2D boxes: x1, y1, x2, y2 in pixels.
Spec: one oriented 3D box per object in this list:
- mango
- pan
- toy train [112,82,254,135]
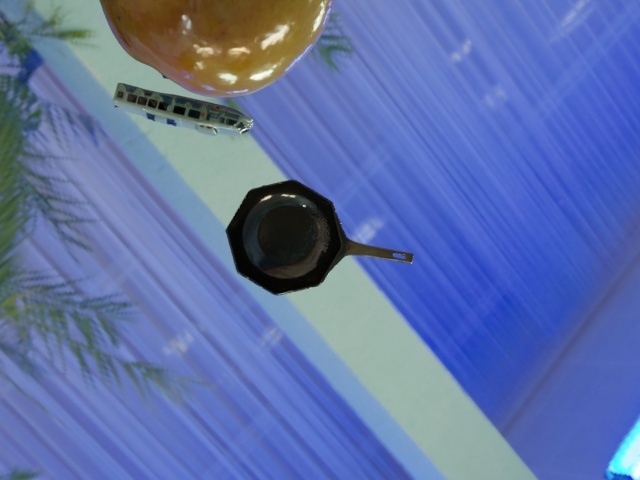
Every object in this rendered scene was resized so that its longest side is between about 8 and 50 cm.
[{"bbox_3d":[-0.127,-0.395,1.086,0.300,0.446,0.232,-1,-168,-3],"label":"mango"},{"bbox_3d":[-0.008,0.014,1.069,0.128,0.202,0.048,-58,179,9],"label":"pan"},{"bbox_3d":[-0.202,-0.190,1.367,0.043,0.207,0.047,116,-13,-78],"label":"toy train"}]
